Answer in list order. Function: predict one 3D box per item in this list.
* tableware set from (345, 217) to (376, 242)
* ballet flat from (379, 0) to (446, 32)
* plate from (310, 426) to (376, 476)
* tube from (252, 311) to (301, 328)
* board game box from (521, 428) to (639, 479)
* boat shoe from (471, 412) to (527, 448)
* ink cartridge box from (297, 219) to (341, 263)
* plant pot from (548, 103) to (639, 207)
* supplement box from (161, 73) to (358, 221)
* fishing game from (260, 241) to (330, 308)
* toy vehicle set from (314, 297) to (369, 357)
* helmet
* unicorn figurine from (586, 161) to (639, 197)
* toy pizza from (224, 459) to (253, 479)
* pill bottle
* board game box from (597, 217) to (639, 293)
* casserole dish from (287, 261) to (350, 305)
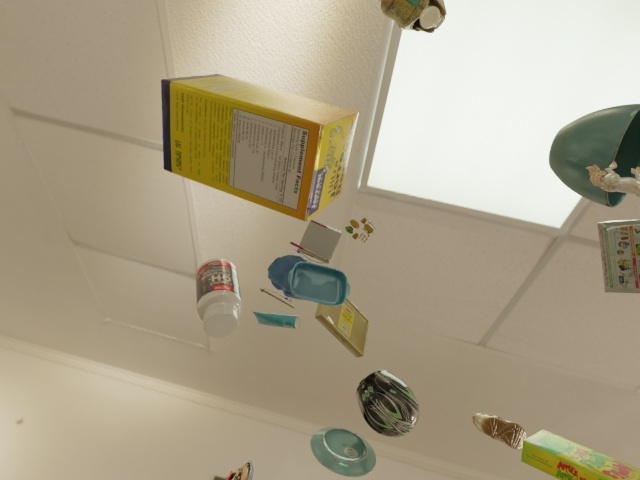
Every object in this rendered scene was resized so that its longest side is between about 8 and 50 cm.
[{"bbox_3d":[0.156,-0.047,1.601,0.104,0.154,0.024,42,-53,2],"label":"tableware set"},{"bbox_3d":[0.230,-0.529,0.924,0.123,0.348,0.123,10,-64,22],"label":"ballet flat"},{"bbox_3d":[0.065,0.572,1.121,0.188,0.188,0.024,15,-80,4],"label":"plate"},{"bbox_3d":[-0.180,0.324,1.644,0.207,0.052,0.080,0,-56,25],"label":"tube"},{"bbox_3d":[0.479,0.413,0.736,0.092,0.043,0.181,5,1,-40],"label":"board game box"},{"bbox_3d":[0.458,0.480,1.036,0.170,0.063,0.059,32,-11,-20],"label":"boat shoe"},{"bbox_3d":[0.000,0.000,1.544,0.128,0.176,0.127,23,-86,0],"label":"ink cartridge box"},{"bbox_3d":[0.814,-0.263,1.208,0.195,0.290,0.290,26,-31,45],"label":"plant pot"},{"bbox_3d":[-0.130,-0.210,0.858,0.356,0.195,0.194,21,-59,16],"label":"supplement box"},{"bbox_3d":[-0.078,0.116,1.313,0.189,0.041,0.264,26,-53,-5],"label":"fishing game"},{"bbox_3d":[0.089,0.300,1.541,0.035,0.166,0.267,-24,-60,33],"label":"toy vehicle set"},{"bbox_3d":[0.193,0.464,1.136,0.169,0.161,0.169,-17,-52,-23],"label":"helmet"},{"bbox_3d":[0.659,-0.122,0.854,0.161,0.111,0.060,0,-54,28],"label":"unicorn figurine"},{"bbox_3d":[-0.178,0.479,0.699,0.032,0.201,0.201,30,-46,-3],"label":"toy pizza"},{"bbox_3d":[-0.407,0.230,1.622,0.176,0.318,0.176,-9,-53,-12],"label":"pill bottle"},{"bbox_3d":[0.995,0.041,1.166,0.303,0.097,0.224,-4,-85,51],"label":"board game box"},{"bbox_3d":[-0.007,0.129,1.170,0.188,0.114,0.037,14,-27,-12],"label":"casserole dish"}]
